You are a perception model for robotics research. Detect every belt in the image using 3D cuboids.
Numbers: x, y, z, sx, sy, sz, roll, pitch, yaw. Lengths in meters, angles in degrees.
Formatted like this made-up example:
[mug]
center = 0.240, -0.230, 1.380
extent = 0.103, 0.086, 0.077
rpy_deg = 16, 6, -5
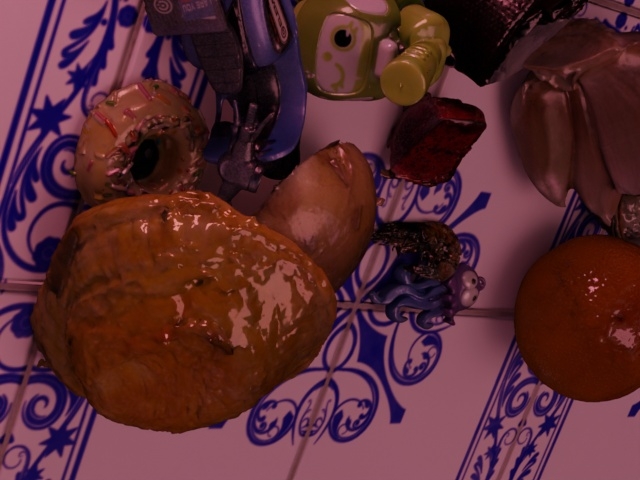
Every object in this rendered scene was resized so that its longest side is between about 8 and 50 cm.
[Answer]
[belt]
center = 0.241, -0.332, 1.786
extent = 0.289, 0.164, 0.184
rpy_deg = -46, 162, -14

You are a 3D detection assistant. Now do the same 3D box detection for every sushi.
[sushi]
center = 0.468, -0.101, 2.169
extent = 0.109, 0.134, 0.273
rpy_deg = -19, 139, 1

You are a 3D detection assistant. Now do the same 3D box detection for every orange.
[orange]
center = 0.416, 0.120, 2.152
extent = 0.264, 0.264, 0.264
rpy_deg = -22, 128, -32

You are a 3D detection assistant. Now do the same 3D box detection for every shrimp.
[shrimp]
center = 0.137, 0.011, 1.957
extent = 0.161, 0.091, 0.034
rpy_deg = 4, 154, -37

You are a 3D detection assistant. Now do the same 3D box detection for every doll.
[doll]
center = 0.155, 0.074, 2.014
extent = 0.205, 0.067, 0.110
rpy_deg = -9, 101, -31

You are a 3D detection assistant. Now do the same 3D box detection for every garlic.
[garlic]
center = 0.410, -0.182, 1.997
extent = 0.279, 0.132, 0.325
rpy_deg = -16, 132, 16

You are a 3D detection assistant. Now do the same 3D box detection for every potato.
[potato]
center = 0.000, 0.000, 1.698
extent = 0.239, 0.116, 0.299
rpy_deg = -52, 170, -4

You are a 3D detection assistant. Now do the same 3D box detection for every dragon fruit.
[dragon fruit]
center = 0.144, -0.148, 1.863
extent = 0.102, 0.096, 0.147
rpy_deg = 6, 141, -34

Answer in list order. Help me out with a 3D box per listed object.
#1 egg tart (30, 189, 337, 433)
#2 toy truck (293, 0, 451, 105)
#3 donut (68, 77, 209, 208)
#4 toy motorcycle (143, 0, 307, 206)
[egg tart]
center = -0.159, 0.095, 1.563
extent = 0.351, 0.153, 0.340
rpy_deg = 4, 136, 3
[toy truck]
center = 0.072, -0.229, 1.666
extent = 0.187, 0.210, 0.148
rpy_deg = -27, 133, -52
[donut]
center = -0.195, -0.095, 1.588
extent = 0.174, 0.068, 0.175
rpy_deg = -23, 129, -31
[toy motorcycle]
center = -0.094, -0.183, 1.528
extent = 0.213, 0.125, 0.359
rpy_deg = -72, 153, -46
